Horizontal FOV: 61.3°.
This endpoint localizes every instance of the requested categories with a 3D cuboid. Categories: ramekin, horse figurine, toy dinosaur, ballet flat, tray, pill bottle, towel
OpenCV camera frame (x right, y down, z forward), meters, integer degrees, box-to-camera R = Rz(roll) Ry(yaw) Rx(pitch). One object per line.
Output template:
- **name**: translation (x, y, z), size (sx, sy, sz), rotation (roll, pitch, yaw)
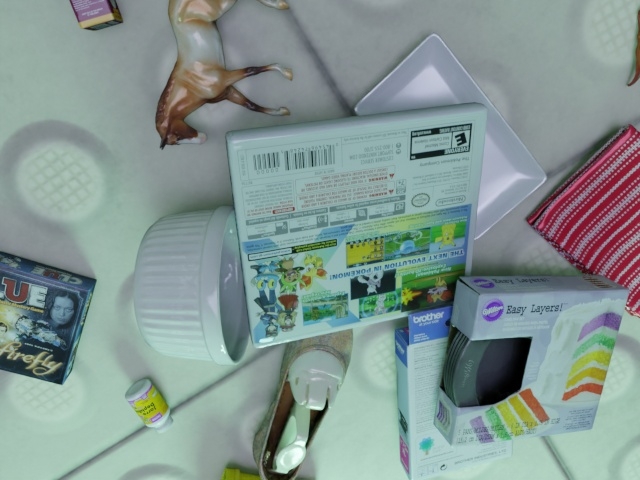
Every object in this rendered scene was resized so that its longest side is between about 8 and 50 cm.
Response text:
- **ramekin**: translation (-0.158, 0.057, 0.701), size (0.109, 0.207, 0.207), rotation (-1, 110, 4)
- **horse figurine**: translation (-0.124, -0.250, 0.667), size (0.175, 0.066, 0.263), rotation (-5, 112, -10)
- **toy dinosaur**: translation (0.441, -0.270, 0.729), size (0.090, 0.047, 0.082), rotation (-36, 91, 18)
- **ballet flat**: translation (-0.022, 0.249, 0.830), size (0.108, 0.106, 0.316), rotation (15, 107, -11)
- **tray**: translation (0.184, -0.136, 0.755), size (0.145, 0.030, 0.270), rotation (-42, 108, 9)
- **pill bottle**: translation (-0.264, 0.260, 0.842), size (0.043, 0.043, 0.083), rotation (-27, 110, 4)
- **towel**: translation (0.475, -0.016, 0.815), size (0.275, 0.031, 0.199), rotation (36, 108, -16)

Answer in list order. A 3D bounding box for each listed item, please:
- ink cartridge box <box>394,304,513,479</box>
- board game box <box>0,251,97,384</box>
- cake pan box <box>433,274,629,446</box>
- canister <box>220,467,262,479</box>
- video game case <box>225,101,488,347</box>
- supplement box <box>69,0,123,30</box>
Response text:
- **ink cartridge box**: translation (0.215, 0.227, 0.859), size (0.186, 0.065, 0.311), rotation (-10, 113, -12)
- **board game box**: translation (-0.464, 0.097, 0.766), size (0.243, 0.042, 0.165), rotation (18, 106, -12)
- **cake pan box**: translation (0.303, 0.173, 0.798), size (0.267, 0.070, 0.245), rotation (1, 105, -17)
- **canister**: translation (-0.094, 0.461, 0.916), size (0.170, 0.073, 0.126), rotation (16, 107, -12)
- **video game case**: translation (0.056, -0.016, 0.716), size (0.329, 0.036, 0.299), rotation (-10, 119, -14)
- **supplement box**: translation (-0.274, -0.297, 0.639), size (0.043, 0.055, 0.083), rotation (-17, 111, -1)
